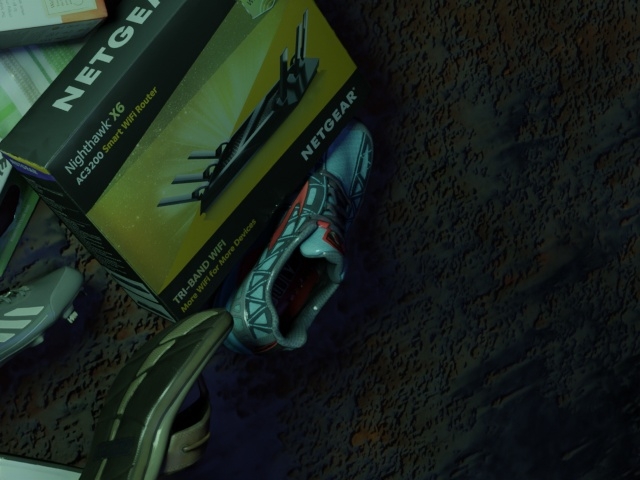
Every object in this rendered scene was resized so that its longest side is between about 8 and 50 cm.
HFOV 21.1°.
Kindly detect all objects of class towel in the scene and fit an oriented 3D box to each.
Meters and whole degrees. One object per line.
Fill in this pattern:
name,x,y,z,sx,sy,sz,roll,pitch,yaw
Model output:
towel,-0.261,-0.174,1.559,0.152,0.023,0.113,-43,113,-21

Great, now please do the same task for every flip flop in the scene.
flip flop,-0.145,0.184,1.519,0.080,0.112,0.277,36,60,-29

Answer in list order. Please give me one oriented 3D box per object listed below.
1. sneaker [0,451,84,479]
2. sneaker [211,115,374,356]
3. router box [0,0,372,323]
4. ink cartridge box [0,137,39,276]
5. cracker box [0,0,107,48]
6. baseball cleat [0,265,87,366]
sneaker,-0.206,0.304,1.575,0.295,0.124,0.178,16,81,-24
sneaker,0.000,0.000,1.673,0.104,0.125,0.262,29,80,-30
router box,-0.115,-0.114,1.584,0.309,0.081,0.243,-53,134,-16
ink cartridge box,-0.335,-0.054,1.502,0.209,0.062,0.109,29,79,-31
cracker box,-0.316,-0.241,1.472,0.232,0.067,0.155,-12,83,-30
baseball cleat,-0.306,0.071,1.528,0.206,0.072,0.109,-44,108,-24
